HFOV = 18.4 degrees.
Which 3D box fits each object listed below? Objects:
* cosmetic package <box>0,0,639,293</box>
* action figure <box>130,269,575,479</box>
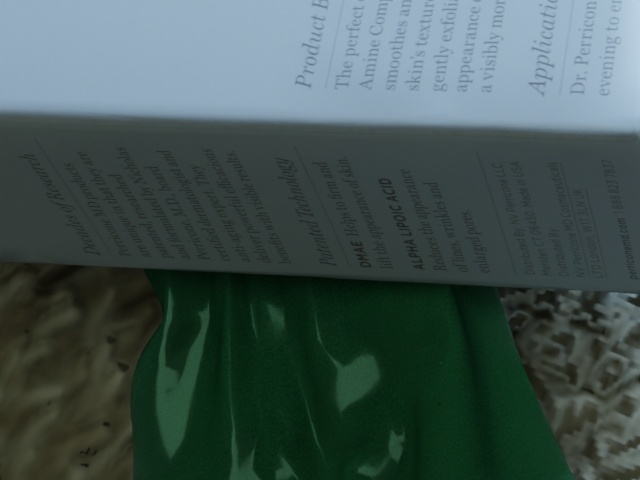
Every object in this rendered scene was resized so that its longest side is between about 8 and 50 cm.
[{"bbox_3d":[-0.016,-0.057,0.531,0.231,0.085,0.117,3,61,19],"label":"cosmetic package"},{"bbox_3d":[0.000,0.000,0.575,0.137,0.063,0.232,-12,62,11],"label":"action figure"}]
